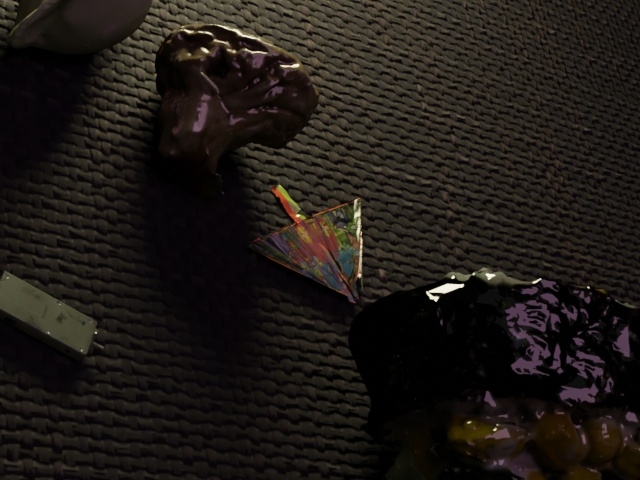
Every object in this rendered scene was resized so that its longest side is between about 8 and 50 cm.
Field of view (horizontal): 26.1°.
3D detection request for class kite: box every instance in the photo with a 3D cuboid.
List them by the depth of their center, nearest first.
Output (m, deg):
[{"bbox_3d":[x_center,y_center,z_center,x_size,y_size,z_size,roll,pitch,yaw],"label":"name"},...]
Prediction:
[{"bbox_3d":[0.000,0.000,1.753,0.183,0.014,0.241,53,40,5],"label":"kite"}]

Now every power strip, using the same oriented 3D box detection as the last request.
[{"bbox_3d":[-0.283,0.082,1.427,0.136,0.019,0.051,31,43,-23],"label":"power strip"}]

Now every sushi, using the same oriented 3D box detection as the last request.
[{"bbox_3d":[0.200,0.211,1.561,0.328,0.328,0.285,23,59,-32],"label":"sushi"}]

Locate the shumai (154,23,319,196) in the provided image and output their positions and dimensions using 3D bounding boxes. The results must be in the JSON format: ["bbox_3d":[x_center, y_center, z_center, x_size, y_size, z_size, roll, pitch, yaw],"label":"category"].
[{"bbox_3d":[-0.116,-0.150,1.651,0.206,0.166,0.175,19,56,-1],"label":"shumai"}]

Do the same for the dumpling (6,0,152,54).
[{"bbox_3d":[-0.260,-0.300,1.598,0.131,0.179,0.252,57,39,-1],"label":"dumpling"}]
